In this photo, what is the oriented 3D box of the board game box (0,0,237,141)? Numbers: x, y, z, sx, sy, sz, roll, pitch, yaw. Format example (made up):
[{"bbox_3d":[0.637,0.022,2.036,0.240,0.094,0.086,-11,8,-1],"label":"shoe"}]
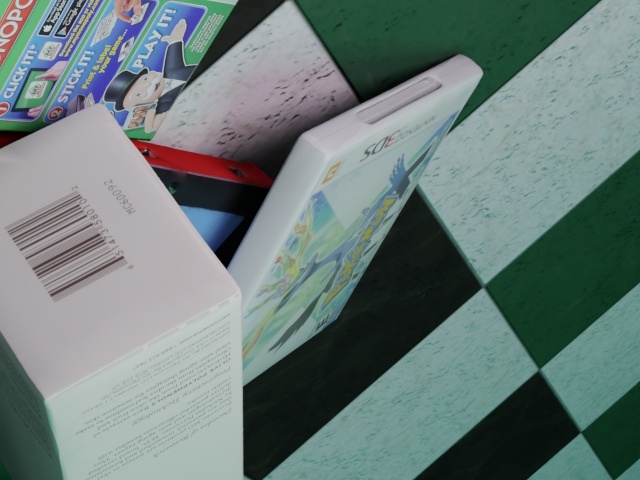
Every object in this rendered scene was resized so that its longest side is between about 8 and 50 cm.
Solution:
[{"bbox_3d":[-0.123,-0.205,1.078,0.213,0.046,0.317,1,131,-51],"label":"board game box"}]

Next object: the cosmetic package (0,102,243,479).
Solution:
[{"bbox_3d":[-0.167,0.100,1.190,0.155,0.197,0.365,-29,154,-18],"label":"cosmetic package"}]

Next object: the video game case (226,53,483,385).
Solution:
[{"bbox_3d":[0.000,0.000,1.448,0.300,0.036,0.329,-32,157,-54],"label":"video game case"}]

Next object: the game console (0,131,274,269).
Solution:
[{"bbox_3d":[-0.222,0.055,1.316,0.342,0.060,0.386,-52,150,19],"label":"game console"}]
